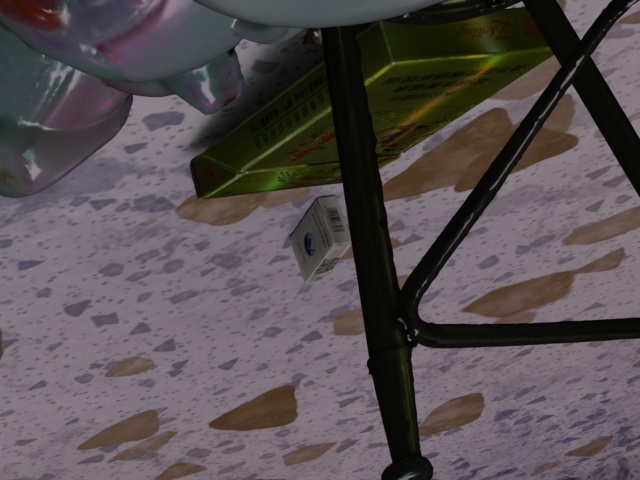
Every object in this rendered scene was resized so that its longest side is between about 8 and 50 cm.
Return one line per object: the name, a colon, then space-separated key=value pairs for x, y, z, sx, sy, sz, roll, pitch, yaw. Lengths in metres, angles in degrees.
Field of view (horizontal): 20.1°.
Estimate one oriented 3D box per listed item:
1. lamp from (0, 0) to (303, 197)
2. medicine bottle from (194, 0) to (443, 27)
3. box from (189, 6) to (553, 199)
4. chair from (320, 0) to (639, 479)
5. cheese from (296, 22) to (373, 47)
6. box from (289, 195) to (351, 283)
lamp: x=-0.129 y=-0.180 z=1.101 sx=0.247 sy=0.247 sz=0.301 roll=-41 pitch=-178 yaw=-39
medicine bottle: x=-0.006 y=-0.278 z=0.808 sx=0.245 sy=0.306 sz=0.245 roll=-16 pitch=157 yaw=-7
box: x=0.038 y=-0.107 z=1.478 sx=0.173 sy=0.043 sz=0.311 roll=-8 pitch=167 yaw=-35
chair: x=0.182 y=-0.126 z=1.115 sx=0.362 sy=0.410 sz=0.364 roll=0 pitch=140 yaw=-35
cheese: x=0.102 y=-0.204 z=1.387 sx=0.252 sy=0.054 sz=0.127 roll=-9 pitch=155 yaw=-25
box: x=0.000 y=0.000 z=1.762 sx=0.024 sy=0.054 sz=0.083 roll=-10 pitch=155 yaw=-28
